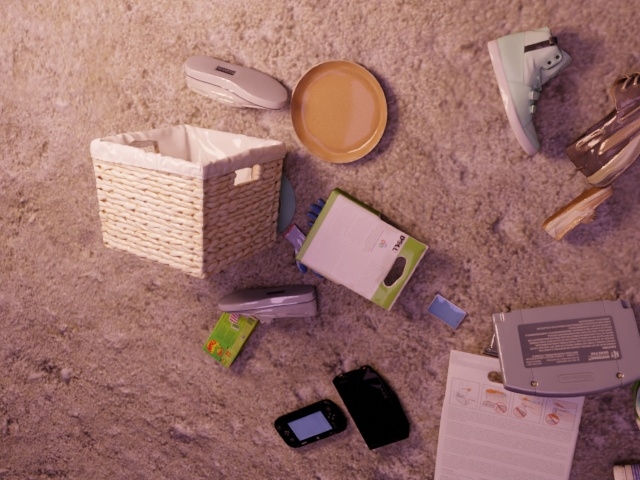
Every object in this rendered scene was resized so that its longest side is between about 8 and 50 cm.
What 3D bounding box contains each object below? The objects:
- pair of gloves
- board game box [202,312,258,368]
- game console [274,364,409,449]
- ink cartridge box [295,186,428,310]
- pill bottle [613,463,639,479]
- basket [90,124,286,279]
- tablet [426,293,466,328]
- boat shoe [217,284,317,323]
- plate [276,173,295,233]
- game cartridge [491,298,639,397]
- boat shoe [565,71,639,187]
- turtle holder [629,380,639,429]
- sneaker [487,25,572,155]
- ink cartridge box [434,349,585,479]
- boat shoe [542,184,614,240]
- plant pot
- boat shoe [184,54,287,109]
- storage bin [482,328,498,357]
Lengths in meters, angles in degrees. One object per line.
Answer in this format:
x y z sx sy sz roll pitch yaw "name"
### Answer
0.000 0.000 1.662 0.159 0.023 0.198 47 113 2 "pair of gloves"
-0.238 0.248 1.804 0.092 0.043 0.181 35 113 8 "board game box"
0.045 0.476 1.771 0.361 0.044 0.213 -27 95 24 "game console"
0.097 0.020 1.579 0.255 0.097 0.189 30 102 0 "ink cartridge box"
0.770 0.561 1.505 0.186 0.112 0.112 -12 101 22 "pill bottle"
-0.302 -0.108 1.552 0.331 0.328 0.267 15 112 25 "basket"
0.305 0.172 1.613 0.083 0.006 0.054 34 113 8 "tablet"
-0.135 0.174 1.710 0.258 0.095 0.084 -5 110 12 "boat shoe"
-0.153 -0.100 1.686 0.188 0.024 0.188 5 106 17 "plate"
0.536 0.237 1.446 0.297 0.062 0.198 -7 70 9 "game cartridge"
0.628 -0.266 1.307 0.130 0.132 0.355 40 113 4 "boat shoe"
0.810 0.336 1.363 0.320 0.227 0.243 -27 94 24 "turtle holder"
0.453 -0.310 1.377 0.151 0.094 0.256 -16 101 19 "sneaker"
0.444 0.440 1.585 0.308 0.091 0.385 9 111 17 "ink cartridge box"
0.561 -0.060 1.431 0.059 0.063 0.170 49 124 -2 "boat shoe"
0.043 -0.300 1.556 0.236 0.032 0.237 5 107 17 "plant pot"
-0.205 -0.358 1.597 0.267 0.096 0.088 19 139 7 "boat shoe"
0.452 0.235 1.541 0.135 0.098 0.091 14 82 16 "storage bin"
